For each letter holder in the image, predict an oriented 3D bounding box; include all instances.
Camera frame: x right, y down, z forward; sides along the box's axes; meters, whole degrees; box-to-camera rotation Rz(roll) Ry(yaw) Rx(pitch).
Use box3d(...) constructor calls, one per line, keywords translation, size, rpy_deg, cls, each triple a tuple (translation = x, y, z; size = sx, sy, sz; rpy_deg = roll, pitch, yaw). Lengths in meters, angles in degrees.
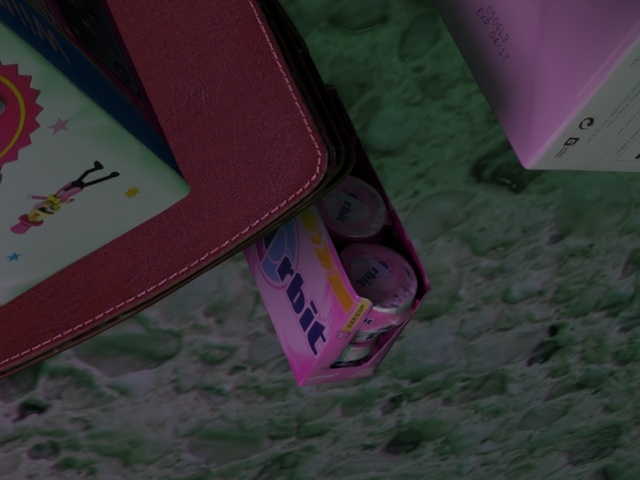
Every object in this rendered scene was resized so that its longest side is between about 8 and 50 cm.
box3d(translation=(-0.131, -0.014, 0.922), size=(0.302, 0.214, 0.152), rpy_deg=(-28, 150, 6), cls="letter holder")

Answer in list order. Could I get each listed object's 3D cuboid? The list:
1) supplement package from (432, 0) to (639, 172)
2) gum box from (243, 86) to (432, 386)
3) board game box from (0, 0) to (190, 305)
box3d(translation=(0.249, -0.161, 0.994), size=(0.293, 0.177, 0.175), rpy_deg=(-1, 142, -36), cls="supplement package")
box3d(translation=(0.000, 0.000, 1.063), size=(0.062, 0.188, 0.107), rpy_deg=(-6, 146, -29), cls="gum box")
box3d(translation=(-0.182, -0.152, 0.574), size=(0.097, 0.303, 0.224), rpy_deg=(-30, 150, 10), cls="board game box")
